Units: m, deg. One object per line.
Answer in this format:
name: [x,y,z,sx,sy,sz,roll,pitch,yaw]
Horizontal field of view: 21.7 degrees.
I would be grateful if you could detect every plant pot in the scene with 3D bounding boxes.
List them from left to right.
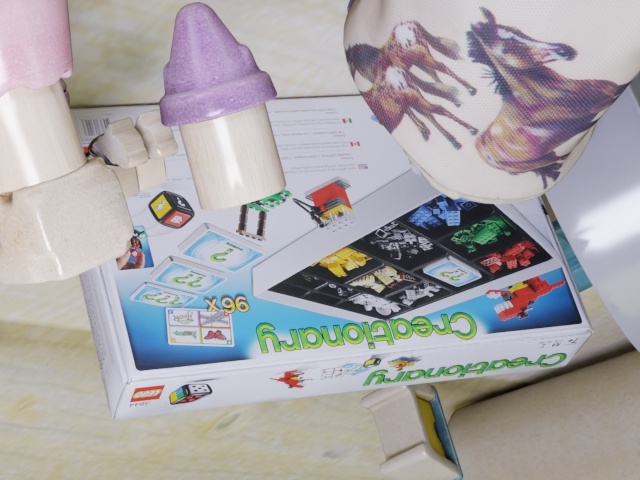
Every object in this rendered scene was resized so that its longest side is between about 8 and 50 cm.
plant pot: [0.288,0.235,1.548,0.305,0.334,0.334,-12,154,16]

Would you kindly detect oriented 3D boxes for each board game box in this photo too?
board game box: [0.000,0.000,1.041,0.305,0.193,0.053,-4,149,-22]

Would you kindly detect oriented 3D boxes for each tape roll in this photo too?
tape roll: [0.198,-0.036,1.058,0.072,0.219,0.219,-26,151,17]

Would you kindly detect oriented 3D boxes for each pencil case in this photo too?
pencil case: [0.146,-0.200,0.795,0.160,0.183,0.410,16,142,-12]

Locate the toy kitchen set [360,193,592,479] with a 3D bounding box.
toy kitchen set: [0.139,0.085,1.300,0.207,0.166,0.122,-29,150,21]

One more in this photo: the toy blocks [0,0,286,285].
toy blocks: [-0.200,-0.109,0.753,0.288,0.260,0.309,-5,-166,46]
